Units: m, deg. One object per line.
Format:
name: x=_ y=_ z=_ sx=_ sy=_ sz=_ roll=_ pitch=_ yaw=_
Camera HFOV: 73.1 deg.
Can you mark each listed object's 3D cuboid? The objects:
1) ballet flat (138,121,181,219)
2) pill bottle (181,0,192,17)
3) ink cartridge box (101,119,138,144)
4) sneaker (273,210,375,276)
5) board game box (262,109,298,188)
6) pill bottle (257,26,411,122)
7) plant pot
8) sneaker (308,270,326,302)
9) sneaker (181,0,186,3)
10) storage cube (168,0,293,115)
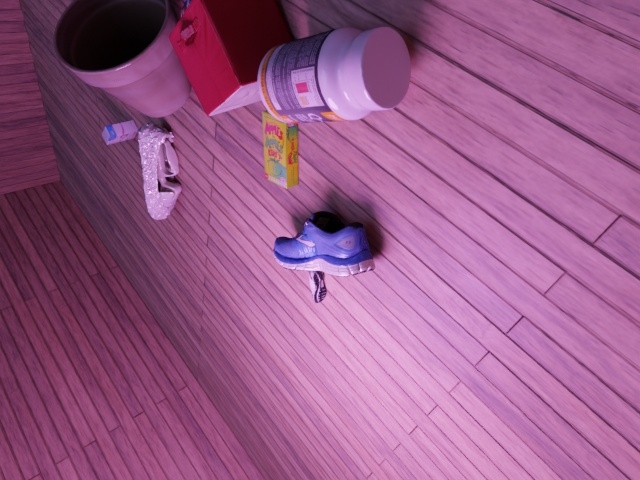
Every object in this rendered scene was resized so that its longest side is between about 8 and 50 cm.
ballet flat: x=-0.604 y=-0.242 z=1.651 sx=0.147 sy=0.147 sz=0.408 roll=34 pitch=134 yaw=35
pill bottle: x=-0.286 y=-0.567 z=1.081 sx=0.180 sy=0.108 sz=0.107 roll=-15 pitch=98 yaw=53
ink cartridge box: x=-0.842 y=-0.455 z=1.815 sx=0.089 sy=0.122 sz=0.052 roll=-20 pitch=98 yaw=54
sneaker: x=0.000 y=0.000 z=1.074 sx=0.330 sy=0.130 sz=0.147 roll=2 pitch=97 yaw=47
board game box: x=-0.102 y=-0.234 z=1.104 sx=0.092 sy=0.043 sz=0.181 roll=30 pitch=131 yaw=38
pill bottle: x=0.019 y=-0.307 z=0.815 sx=0.279 sy=0.162 sz=0.162 roll=15 pitch=121 yaw=47
plant pot: x=-0.512 y=-0.508 z=1.225 sx=0.323 sy=0.323 sz=0.280 roll=47 pitch=173 yaw=22
sneaker: x=-0.011 y=0.125 z=1.213 sx=0.044 sy=0.040 sz=0.109 roll=37 pitch=134 yaw=56
sneaker: x=-0.307 y=-0.703 z=1.055 sx=0.226 sy=0.086 sz=0.163 roll=-13 pitch=91 yaw=61
storage cube: x=-0.189 y=-0.419 z=0.968 sx=0.184 sy=0.215 sz=0.193 roll=-12 pitch=107 yaw=52
